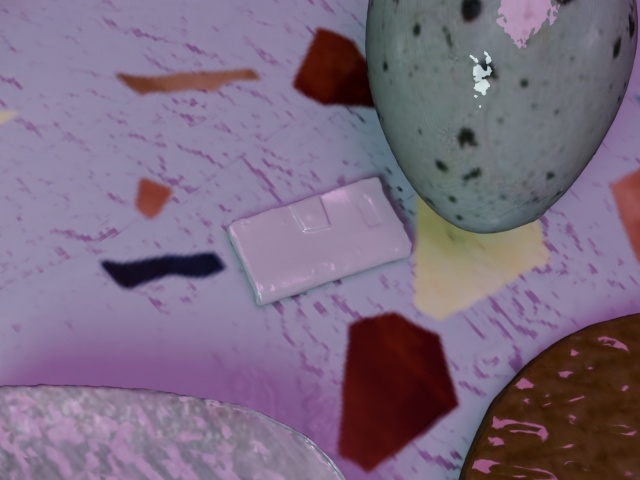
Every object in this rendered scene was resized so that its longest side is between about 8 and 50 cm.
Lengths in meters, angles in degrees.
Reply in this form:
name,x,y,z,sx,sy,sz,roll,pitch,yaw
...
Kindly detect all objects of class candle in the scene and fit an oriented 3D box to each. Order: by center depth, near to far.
name,x,y,z,sx,sy,sz,roll,pitch,yaw
candle,-0.088,0.127,0.588,0.192,0.068,0.168,-40,87,-30

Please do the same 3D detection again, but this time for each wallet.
name,x,y,z,sx,sy,sz,roll,pitch,yaw
wallet,0.000,0.000,0.704,0.083,0.011,0.044,-19,74,-24

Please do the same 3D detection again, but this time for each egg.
name,x,y,z,sx,sy,sz,roll,pitch,yaw
egg,0.083,-0.084,0.707,0.131,0.131,0.164,9,86,-14

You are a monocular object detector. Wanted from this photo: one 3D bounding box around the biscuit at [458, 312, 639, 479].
name,x,y,z,sx,sy,sz,roll,pitch,yaw
biscuit,0.176,0.154,0.681,0.262,0.037,0.262,7,66,-15
